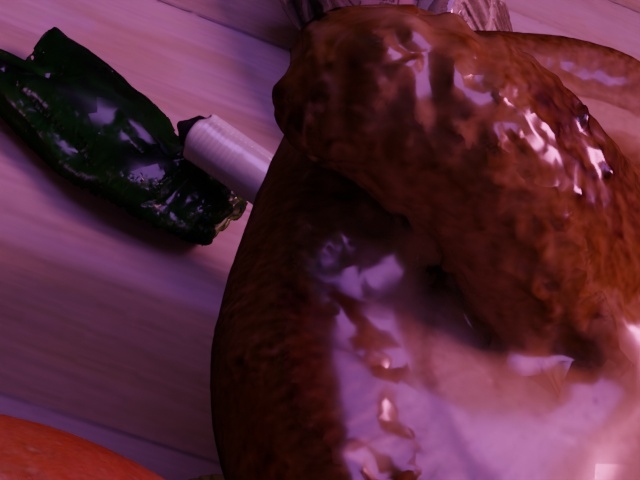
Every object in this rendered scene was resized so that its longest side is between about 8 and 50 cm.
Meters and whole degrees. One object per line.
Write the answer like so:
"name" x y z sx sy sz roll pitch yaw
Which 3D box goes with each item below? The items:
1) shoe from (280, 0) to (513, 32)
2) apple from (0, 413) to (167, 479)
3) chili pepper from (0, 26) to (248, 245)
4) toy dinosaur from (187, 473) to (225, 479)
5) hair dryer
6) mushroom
"shoe" 0.061 -0.200 0.984 0.198 0.172 0.350 1 56 24
"apple" -0.134 0.172 0.424 0.254 0.253 0.253 15 42 -14
"chili pepper" -0.150 -0.078 0.804 0.224 0.061 0.098 39 49 10
"toy dinosaur" 0.014 0.157 0.633 0.259 0.094 0.153 -5 50 -22
"hair dryer" 0.000 0.000 0.746 0.236 0.131 0.073 33 39 4
"mushroom" 0.107 0.048 0.558 0.345 0.239 0.345 1 85 -17
